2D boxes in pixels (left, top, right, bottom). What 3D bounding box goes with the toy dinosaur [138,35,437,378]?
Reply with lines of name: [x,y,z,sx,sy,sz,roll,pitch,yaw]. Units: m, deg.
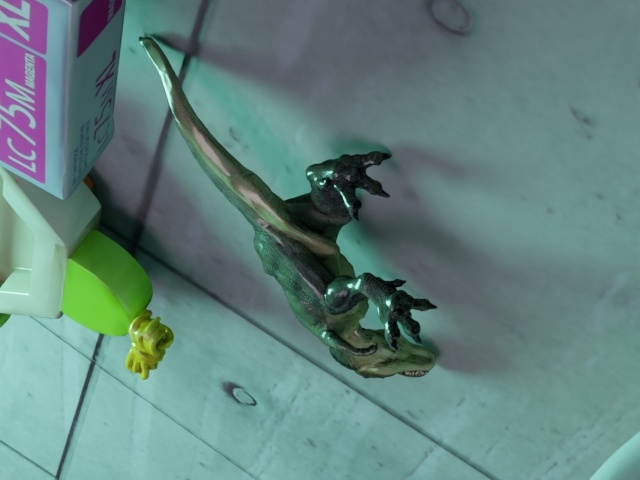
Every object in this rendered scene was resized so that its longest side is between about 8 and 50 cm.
toy dinosaur: [0.000,0.000,0.962,0.118,0.064,0.268,6,138,51]

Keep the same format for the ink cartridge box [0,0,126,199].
ink cartridge box: [-0.244,-0.153,0.888,0.311,0.065,0.186,30,151,7]

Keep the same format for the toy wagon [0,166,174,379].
toy wagon: [-0.235,-0.029,1.150,0.344,0.068,0.267,31,151,5]

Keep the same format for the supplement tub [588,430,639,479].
supplement tub: [0.270,0.250,0.869,0.241,0.241,0.331,5,140,42]
